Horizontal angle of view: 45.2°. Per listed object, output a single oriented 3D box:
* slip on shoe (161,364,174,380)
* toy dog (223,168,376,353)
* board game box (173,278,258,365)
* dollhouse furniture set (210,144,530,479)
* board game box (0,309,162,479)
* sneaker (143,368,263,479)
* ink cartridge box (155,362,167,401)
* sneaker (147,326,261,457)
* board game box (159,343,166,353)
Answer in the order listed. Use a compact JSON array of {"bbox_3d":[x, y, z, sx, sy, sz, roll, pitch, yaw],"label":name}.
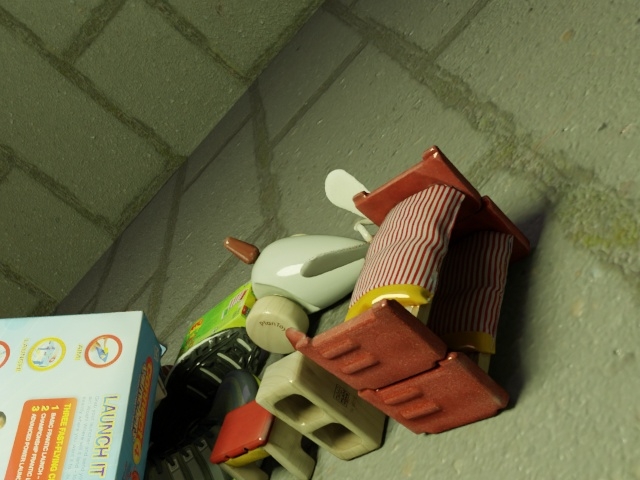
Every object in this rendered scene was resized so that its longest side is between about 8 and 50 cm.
[{"bbox_3d":[-0.232,0.246,1.236,0.051,0.041,0.135,-21,25,-26],"label":"slip on shoe"},{"bbox_3d":[0.000,0.000,0.980,0.334,0.161,0.220,-43,21,21],"label":"toy dog"},{"bbox_3d":[-0.159,0.143,1.250,0.181,0.043,0.092,-37,23,33],"label":"board game box"},{"bbox_3d":[0.015,0.098,0.778,0.374,0.152,0.201,-33,26,41],"label":"dollhouse furniture set"},{"bbox_3d":[-0.341,0.229,0.804,0.302,0.086,0.308,-3,51,5],"label":"board game box"},{"bbox_3d":[-0.152,0.268,0.885,0.111,0.121,0.300,-29,29,45],"label":"sneaker"},{"bbox_3d":[-0.375,0.230,1.041,0.330,0.071,0.324,-25,6,-12],"label":"ink cartridge box"},{"bbox_3d":[-0.192,0.219,1.108,0.271,0.100,0.108,-47,14,11],"label":"sneaker"},{"bbox_3d":[-0.400,0.268,1.565,0.160,0.039,0.211,-57,19,-16],"label":"board game box"}]
